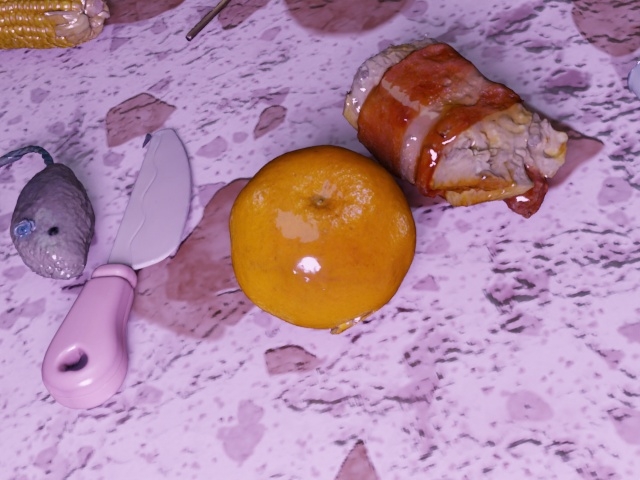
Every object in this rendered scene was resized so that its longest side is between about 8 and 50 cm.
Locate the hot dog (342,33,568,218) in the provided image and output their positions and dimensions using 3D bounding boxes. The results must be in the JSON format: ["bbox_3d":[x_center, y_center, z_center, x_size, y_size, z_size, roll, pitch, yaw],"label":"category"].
[{"bbox_3d":[0.113,-0.093,0.940,0.146,0.103,0.213,-20,53,-30],"label":"hot dog"}]

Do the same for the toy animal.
[{"bbox_3d":[-0.266,-0.046,1.027,0.079,0.070,0.253,-14,37,-18],"label":"toy animal"}]

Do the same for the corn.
[{"bbox_3d":[-0.365,-0.263,1.241,0.260,0.091,0.091,3,70,20],"label":"corn"}]

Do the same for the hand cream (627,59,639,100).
[{"bbox_3d":[0.350,-0.034,0.843,0.085,0.058,0.331,-13,50,-16],"label":"hand cream"}]

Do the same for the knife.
[{"bbox_3d":[-0.167,0.005,0.978,0.081,0.043,0.336,-2,48,18],"label":"knife"}]

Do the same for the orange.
[{"bbox_3d":[0.000,0.000,0.876,0.155,0.134,0.154,2,64,-4],"label":"orange"}]

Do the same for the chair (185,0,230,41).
[{"bbox_3d":[-0.073,-0.384,1.214,0.326,0.170,0.160,-37,47,-7],"label":"chair"}]
